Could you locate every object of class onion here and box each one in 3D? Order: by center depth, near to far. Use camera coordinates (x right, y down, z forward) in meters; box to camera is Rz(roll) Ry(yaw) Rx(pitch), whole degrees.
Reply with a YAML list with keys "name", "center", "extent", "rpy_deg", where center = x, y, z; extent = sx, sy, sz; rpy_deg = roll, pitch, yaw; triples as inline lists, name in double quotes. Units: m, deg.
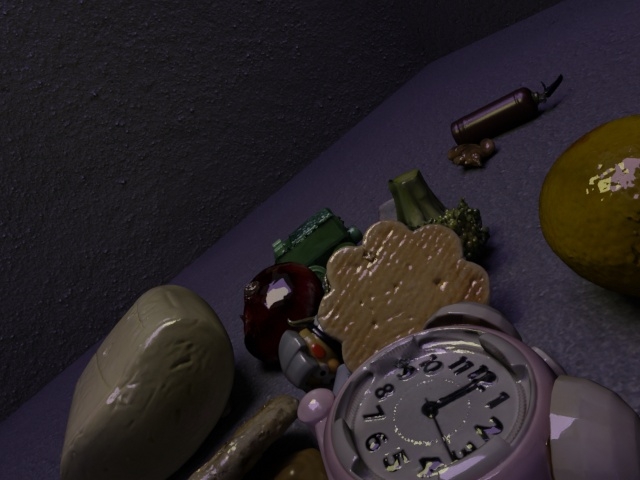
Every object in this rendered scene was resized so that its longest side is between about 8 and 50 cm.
- name: "onion"
  center: [-0.127, 0.170, 1.144]
  extent: [0.272, 0.195, 0.272]
  rpy_deg: [-35, 36, 32]

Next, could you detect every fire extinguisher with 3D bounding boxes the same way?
- name: "fire extinguisher"
  center: [0.595, -0.418, 1.433]
  extent: [0.344, 0.102, 0.138]
  rpy_deg: [-23, 31, 38]

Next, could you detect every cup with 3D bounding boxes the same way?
- name: "cup"
  center: [0.068, 0.283, 0.794]
  extent: [0.104, 0.074, 0.116]
  rpy_deg: [2, 37, 18]

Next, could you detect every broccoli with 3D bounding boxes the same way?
- name: "broccoli"
  center: [0.215, -0.028, 0.963]
  extent: [0.263, 0.243, 0.247]
  rpy_deg: [-35, 16, -29]

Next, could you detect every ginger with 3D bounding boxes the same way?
- name: "ginger"
  center: [0.456, -0.269, 1.407]
  extent: [0.133, 0.059, 0.214]
  rpy_deg: [-38, 19, -17]

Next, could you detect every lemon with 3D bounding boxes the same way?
- name: "lemon"
  center: [0.434, -0.045, 0.602]
  extent: [0.267, 0.267, 0.267]
  rpy_deg: [-33, 18, 13]

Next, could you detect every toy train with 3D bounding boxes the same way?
- name: "toy train"
  center: [-0.007, 0.033, 1.334]
  extent: [0.272, 0.188, 0.159]
  rpy_deg: [-38, 17, 4]

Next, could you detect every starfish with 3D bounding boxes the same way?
- name: "starfish"
  center: [0.035, 0.172, 1.024]
  extent: [0.223, 0.217, 0.050]
  rpy_deg: [-6, -17, 5]

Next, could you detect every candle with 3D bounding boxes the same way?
- name: "candle"
  center: [0.242, -0.085, 1.346]
  extent: [0.192, 0.068, 0.168]
  rpy_deg: [-43, 22, -23]

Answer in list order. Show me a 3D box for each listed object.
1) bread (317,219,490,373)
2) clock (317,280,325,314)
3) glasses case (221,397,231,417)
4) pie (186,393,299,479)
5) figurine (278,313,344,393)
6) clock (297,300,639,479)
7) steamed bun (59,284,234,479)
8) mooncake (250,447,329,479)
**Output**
- name: "bread"
  center: [0.144, 0.110, 0.792]
  extent: [0.316, 0.316, 0.054]
  rpy_deg: [-36, -25, 4]
- name: "clock"
  center: [0.086, 0.120, 1.154]
  extent: [0.236, 0.053, 0.236]
  rpy_deg: [-35, 22, 16]
- name: "glasses case"
  center: [-0.239, 0.409, 1.115]
  extent: [0.032, 0.021, 0.083]
  rpy_deg: [-39, 18, -5]
- name: "pie"
  center: [-0.158, 0.384, 0.751]
  extent: [0.339, 0.077, 0.339]
  rpy_deg: [-48, -12, -13]
- name: "figurine"
  center: [0.028, 0.201, 0.908]
  extent: [0.236, 0.176, 0.133]
  rpy_deg: [-47, 37, -6]
- name: "clock"
  center: [0.161, 0.236, 0.548]
  extent: [0.326, 0.184, 0.342]
  rpy_deg: [-35, 25, -2]
- name: "steamed bun"
  center: [-0.391, 0.362, 1.093]
  extent: [0.456, 0.290, 0.371]
  rpy_deg: [-54, 26, -6]
- name: "mooncake"
  center: [-0.047, 0.405, 0.623]
  extent: [0.235, 0.117, 0.235]
  rpy_deg: [-37, 18, 14]
